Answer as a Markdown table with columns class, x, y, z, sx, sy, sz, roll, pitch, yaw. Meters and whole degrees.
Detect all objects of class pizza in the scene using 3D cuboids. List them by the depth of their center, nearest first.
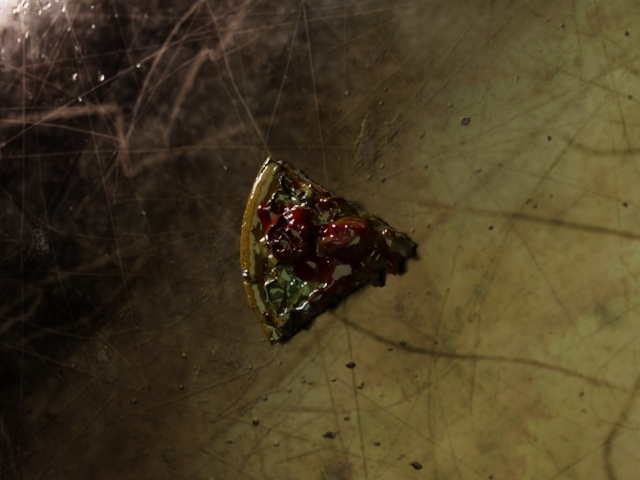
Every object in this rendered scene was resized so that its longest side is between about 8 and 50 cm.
| class | x | y | z | sx | sy | sz | roll | pitch | yaw |
| --- | --- | --- | --- | --- | --- | --- | --- | --- | --- |
| pizza | 0.000 | 0.000 | 1.527 | 0.193 | 0.053 | 0.201 | -11 | 82 | 19 |
